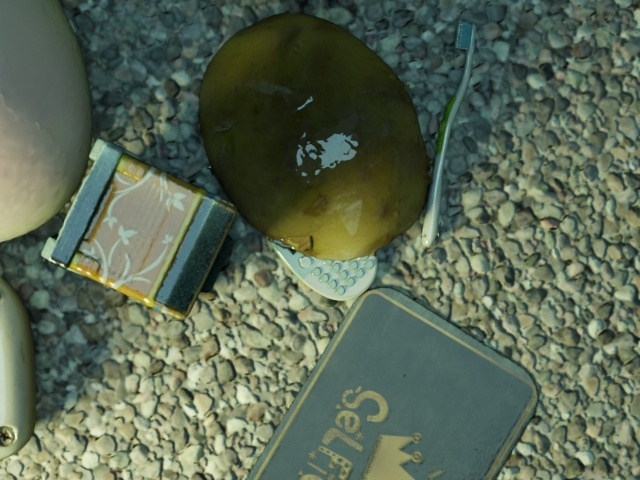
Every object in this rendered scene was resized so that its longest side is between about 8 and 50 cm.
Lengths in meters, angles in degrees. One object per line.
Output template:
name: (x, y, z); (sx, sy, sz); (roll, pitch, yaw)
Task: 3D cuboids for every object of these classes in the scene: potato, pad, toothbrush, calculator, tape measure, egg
potato: (-0.009, -0.119, 1.416); (0.239, 0.116, 0.299); (-30, 84, -3)
pad: (0.037, 0.241, 1.443); (0.315, 0.063, 0.375); (31, 87, -1)
toothbrush: (0.148, -0.121, 1.479); (0.026, 0.022, 0.263); (10, 88, -16)
calculator: (0.000, 0.000, 1.466); (0.095, 0.021, 0.153); (-43, 88, -4)
tape measure: (-0.441, 0.130, 1.387); (0.265, 0.130, 0.258); (-16, 84, -6)
egg: (-0.389, -0.141, 1.307); (0.340, 0.354, 0.354); (40, 87, -19)

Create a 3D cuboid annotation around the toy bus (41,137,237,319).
toy bus: (-0.175, -0.008, 1.336); (0.167, 0.275, 0.138); (25, 88, -5)
